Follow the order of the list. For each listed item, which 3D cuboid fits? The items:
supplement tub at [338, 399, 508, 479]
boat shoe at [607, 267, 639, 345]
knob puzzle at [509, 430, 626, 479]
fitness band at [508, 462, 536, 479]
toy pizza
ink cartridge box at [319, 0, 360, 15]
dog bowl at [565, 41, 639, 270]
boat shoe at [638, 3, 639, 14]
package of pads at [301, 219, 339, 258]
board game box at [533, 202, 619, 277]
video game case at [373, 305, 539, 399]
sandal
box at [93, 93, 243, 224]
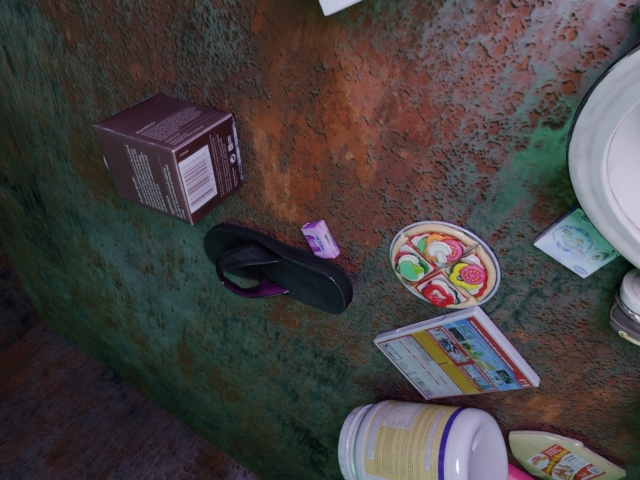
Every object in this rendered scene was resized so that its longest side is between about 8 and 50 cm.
[{"bbox_3d":[0.231,0.504,1.020,0.331,0.241,0.241,-12,118,43],"label":"supplement tub"},{"bbox_3d":[0.555,0.135,0.555,0.324,0.116,0.096,20,140,27],"label":"boat shoe"},{"bbox_3d":[0.503,0.461,0.941,0.213,0.030,0.213,20,136,21],"label":"knob puzzle"},{"bbox_3d":[0.430,0.640,1.077,0.291,0.054,0.209,27,109,19],"label":"fitness band"},{"bbox_3d":[0.216,0.053,0.790,0.201,0.032,0.201,20,136,21],"label":"toy pizza"},{"bbox_3d":[0.071,-0.389,0.378,0.198,0.197,0.270,-3,124,39],"label":"ink cartridge box"},{"bbox_3d":[0.430,-0.062,0.334,0.408,0.150,0.408,39,169,9],"label":"dog bowl"},{"bbox_3d":[0.386,-0.221,0.417,0.142,0.040,0.049,22,127,19],"label":"boat shoe"},{"bbox_3d":[0.000,0.000,0.902,0.050,0.032,0.083,-8,120,41],"label":"package of pads"},{"bbox_3d":[0.378,0.001,0.634,0.090,0.020,0.090,35,138,5],"label":"board game box"},{"bbox_3d":[0.273,0.250,0.928,0.204,0.025,0.285,48,139,-9],"label":"video game case"},{"bbox_3d":[-0.137,0.068,0.990,0.446,0.107,0.167,14,134,37],"label":"sandal"},{"bbox_3d":[-0.290,-0.165,0.867,0.203,0.167,0.168,20,136,21],"label":"box"}]
